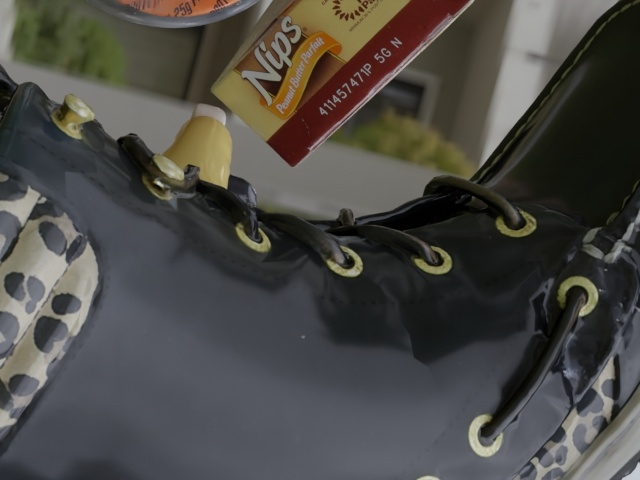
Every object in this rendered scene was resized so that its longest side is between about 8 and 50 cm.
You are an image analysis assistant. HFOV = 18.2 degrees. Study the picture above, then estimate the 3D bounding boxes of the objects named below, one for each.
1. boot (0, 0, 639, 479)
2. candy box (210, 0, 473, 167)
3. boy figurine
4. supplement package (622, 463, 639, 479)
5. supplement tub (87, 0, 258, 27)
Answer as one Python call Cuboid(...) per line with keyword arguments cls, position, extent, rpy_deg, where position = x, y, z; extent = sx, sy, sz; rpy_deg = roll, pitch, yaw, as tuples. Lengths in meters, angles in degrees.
Cuboid(cls="boot", position=(0.000, 0.001, 0.477), extent=(0.236, 0.179, 0.085), rpy_deg=(-59, -154, -12))
Cuboid(cls="candy box", position=(0.045, -0.195, 1.439), extent=(0.183, 0.087, 0.316), rpy_deg=(-42, -170, 27))
Cuboid(cls="boy figurine", position=(-0.073, 0.003, 1.245), extent=(0.285, 0.092, 0.177), rpy_deg=(-152, -114, -82))
Cuboid(cls="supplement package", position=(0.116, 0.251, 1.485), extent=(0.199, 0.198, 0.262), rpy_deg=(63, 34, -24))
Cuboid(cls="supplement tub", position=(-0.102, -0.252, 1.335), extent=(0.316, 0.194, 0.193), rpy_deg=(-113, -142, -72))
